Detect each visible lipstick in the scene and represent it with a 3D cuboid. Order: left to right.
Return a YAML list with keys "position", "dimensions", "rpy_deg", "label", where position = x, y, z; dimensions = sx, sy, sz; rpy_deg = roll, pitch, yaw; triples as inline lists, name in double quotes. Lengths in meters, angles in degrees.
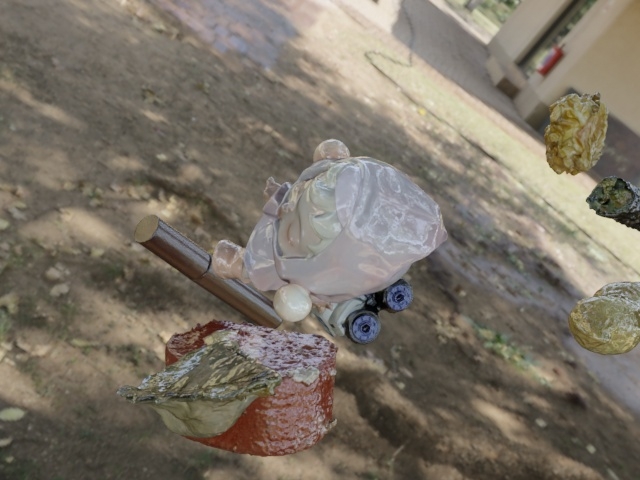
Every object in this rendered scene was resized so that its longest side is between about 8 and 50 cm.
- position: [-0.180, 0.065, 1.389]
  dimensions: [0.356, 0.057, 0.057]
  rpy_deg: [41, 14, -45]
  label: "lipstick"

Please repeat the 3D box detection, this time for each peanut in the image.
- position: [0.232, 0.060, 0.633]
  dimensions: [0.113, 0.054, 0.054]
  rpy_deg: [-11, 52, -47]
  label: "peanut"

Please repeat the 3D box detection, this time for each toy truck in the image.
- position: [0.071, 0.091, 1.651]
  dimensions: [0.177, 0.213, 0.161]
  rpy_deg: [51, -9, -22]
  label: "toy truck"

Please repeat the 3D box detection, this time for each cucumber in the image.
- position: [0.373, -0.037, 0.948]
  dimensions: [0.181, 0.053, 0.053]
  rpy_deg: [13, 33, -44]
  label: "cucumber"

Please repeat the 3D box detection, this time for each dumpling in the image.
- position: [-0.141, 0.181, 0.923]
  dimensions: [0.332, 0.166, 0.086]
  rpy_deg: [164, -94, -77]
  label: "dumpling"

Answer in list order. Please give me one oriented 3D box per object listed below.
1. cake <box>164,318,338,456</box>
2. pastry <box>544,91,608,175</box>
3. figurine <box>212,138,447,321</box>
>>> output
- position: [-0.110, 0.217, 1.213]
  dimensions: [0.282, 0.151, 0.177]
  rpy_deg: [9, 10, 19]
  label: "cake"
- position: [0.457, -0.195, 1.453]
  dimensions: [0.102, 0.154, 0.250]
  rpy_deg: [1, 4, 14]
  label: "pastry"
- position: [0.001, 0.000, 0.815]
  dimensions: [0.133, 0.276, 0.200]
  rpy_deg: [29, 63, -26]
  label: "figurine"
